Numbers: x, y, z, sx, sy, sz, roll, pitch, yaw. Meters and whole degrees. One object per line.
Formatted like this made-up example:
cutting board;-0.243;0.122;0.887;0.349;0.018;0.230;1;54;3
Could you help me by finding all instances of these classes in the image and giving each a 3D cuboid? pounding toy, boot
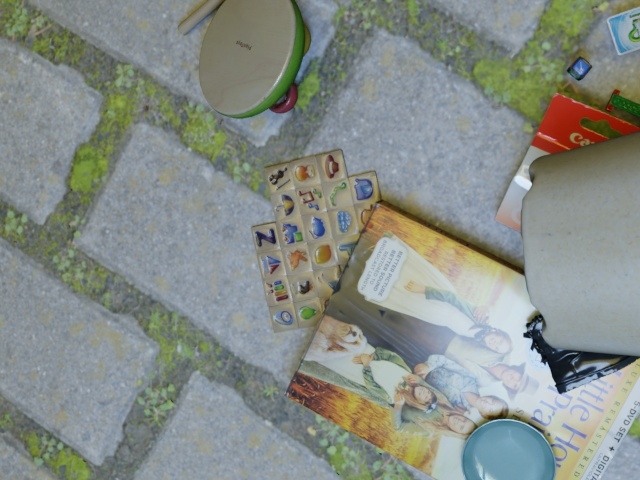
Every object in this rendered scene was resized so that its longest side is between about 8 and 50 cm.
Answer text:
pounding toy;-0.076;-0.263;1.172;0.183;0.110;0.237;-44;54;26
boot;0.320;0.124;1.055;0.121;0.045;0.099;-26;82;11

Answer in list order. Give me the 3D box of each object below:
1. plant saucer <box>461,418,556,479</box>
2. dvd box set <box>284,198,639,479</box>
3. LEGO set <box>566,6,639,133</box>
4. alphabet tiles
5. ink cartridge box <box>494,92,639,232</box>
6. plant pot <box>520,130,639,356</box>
plant saucer;0.242;0.285;1.100;0.119;0.021;0.120;2;97;15
dvd box set;0.198;0.173;1.142;0.420;0.062;0.308;28;102;10
LEGO set;0.436;-0.208;1.061;0.244;0.060;0.183;-19;91;5
alphabet tiles;0.000;0.000;1.212;0.198;0.009;0.237;-12;92;16
ink cartridge box;0.320;-0.073;1.071;0.145;0.045;0.179;26;124;11
plant pot;0.390;0.000;0.912;0.305;0.333;0.334;-5;94;28
